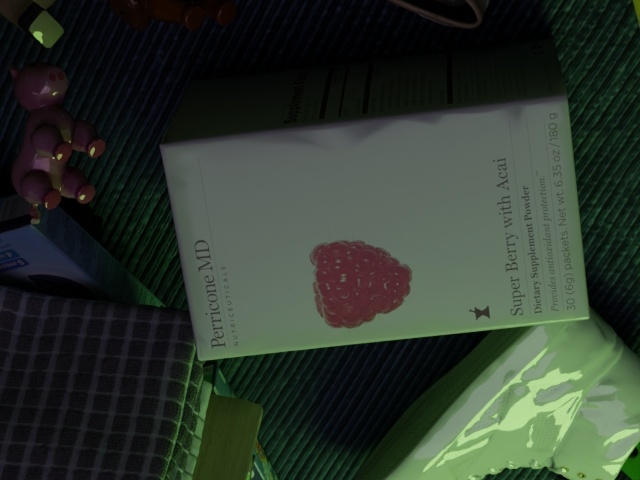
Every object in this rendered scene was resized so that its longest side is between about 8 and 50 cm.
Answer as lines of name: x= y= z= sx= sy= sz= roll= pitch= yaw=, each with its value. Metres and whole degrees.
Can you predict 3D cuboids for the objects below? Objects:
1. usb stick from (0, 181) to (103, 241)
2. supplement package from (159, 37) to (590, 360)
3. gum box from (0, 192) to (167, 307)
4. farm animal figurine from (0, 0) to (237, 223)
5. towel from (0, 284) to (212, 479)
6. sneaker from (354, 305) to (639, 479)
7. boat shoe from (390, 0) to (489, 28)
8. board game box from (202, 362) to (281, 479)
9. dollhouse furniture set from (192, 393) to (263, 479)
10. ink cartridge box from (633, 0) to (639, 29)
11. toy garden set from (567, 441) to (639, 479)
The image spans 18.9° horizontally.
usb stick: x=-0.318 y=-0.029 z=1.560 sx=0.278 sy=0.045 sz=0.077 roll=15 pitch=129 yaw=-10
supplement package: x=0.044 y=-0.033 z=1.447 sx=0.293 sy=0.175 sz=0.177 roll=-7 pitch=109 yaw=6
gum box: x=-0.238 y=0.039 z=1.562 sx=0.157 sy=0.041 sz=0.184 roll=-15 pitch=139 yaw=28
farm animal figurine: x=-0.234 y=-0.181 z=1.330 sx=0.330 sy=0.172 sz=0.327 roll=-42 pitch=143 yaw=-20
towel: x=-0.215 y=0.162 z=1.450 sx=0.235 sy=0.283 sz=0.121 roll=4 pitch=146 yaw=9
sneaker: x=0.166 y=0.183 z=1.654 sx=0.169 sy=0.108 sz=0.292 roll=39 pitch=117 yaw=-12
boat shoe: x=0.040 y=-0.209 z=1.405 sx=0.190 sy=0.072 sz=0.068 roll=20 pitch=124 yaw=-12
board game box: x=-0.116 y=0.210 z=1.735 sx=0.136 sy=0.035 sz=0.201 roll=-16 pitch=124 yaw=13
dollhouse furniture set: x=-0.270 y=0.311 z=1.638 sx=0.394 sy=0.256 sz=0.362 roll=12 pitch=133 yaw=1
ink cartridge box: x=0.369 y=-0.172 z=1.310 sx=0.279 sy=0.160 sz=0.384 roll=6 pitch=131 yaw=34
toy garden set: x=0.292 y=0.300 z=1.738 sx=0.204 sy=0.049 sz=0.244 roll=42 pitch=122 yaw=16
